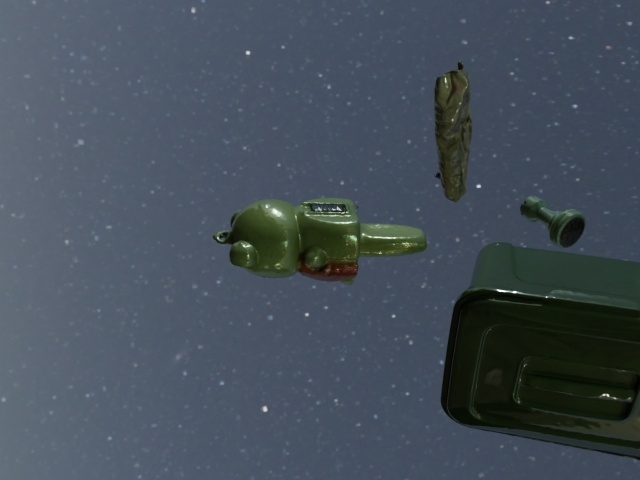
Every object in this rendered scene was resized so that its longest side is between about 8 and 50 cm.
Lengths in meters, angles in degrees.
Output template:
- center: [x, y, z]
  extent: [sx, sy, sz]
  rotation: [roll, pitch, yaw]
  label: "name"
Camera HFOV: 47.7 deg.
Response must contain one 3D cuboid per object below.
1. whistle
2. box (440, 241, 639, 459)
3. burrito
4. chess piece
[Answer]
- center: [0.000, 0.000, 0.980]
  extent: [0.131, 0.289, 0.106]
  rotation: [-101, -165, -61]
  label: "whistle"
- center: [0.339, 0.138, 0.979]
  extent: [0.177, 0.329, 0.252]
  rotation: [-70, 165, -52]
  label: "box"
- center: [0.155, -0.120, 0.838]
  extent: [0.185, 0.045, 0.041]
  rotation: [75, -8, -50]
  label: "burrito"
- center: [0.386, -0.037, 1.219]
  extent: [0.103, 0.067, 0.067]
  rotation: [42, -52, 48]
  label: "chess piece"
